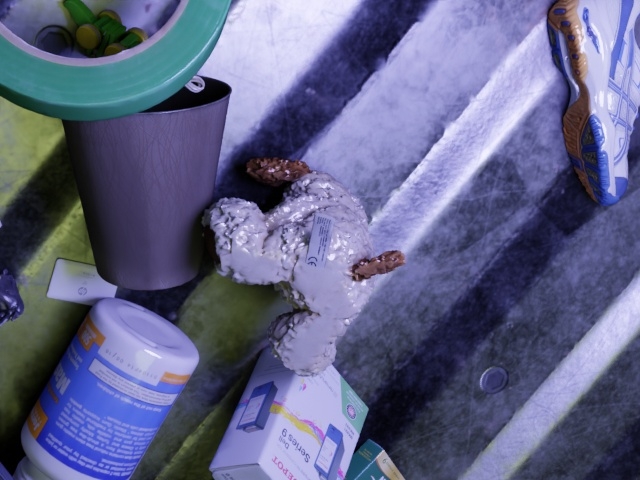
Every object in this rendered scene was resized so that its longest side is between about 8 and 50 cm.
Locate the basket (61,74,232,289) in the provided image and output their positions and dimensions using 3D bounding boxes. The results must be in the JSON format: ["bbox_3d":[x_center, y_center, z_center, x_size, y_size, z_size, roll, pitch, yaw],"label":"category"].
[{"bbox_3d":[-0.204,-0.069,1.371,0.204,0.154,0.226,-9,117,-23],"label":"basket"}]

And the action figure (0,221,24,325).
[{"bbox_3d":[-0.437,-0.012,1.320,0.164,0.141,0.275,-16,116,1],"label":"action figure"}]

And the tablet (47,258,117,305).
[{"bbox_3d":[-0.300,0.055,1.463,0.083,0.006,0.054,13,106,-22],"label":"tablet"}]

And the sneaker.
[{"bbox_3d":[0.396,-0.190,1.538,0.131,0.112,0.296,-18,115,-11],"label":"sneaker"}]

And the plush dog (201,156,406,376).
[{"bbox_3d":[0.000,0.000,1.421,0.211,0.225,0.262,-24,119,16],"label":"plush dog"}]

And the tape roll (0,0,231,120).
[{"bbox_3d":[-0.252,-0.290,1.226,0.321,0.077,0.321,1,82,-9],"label":"tape roll"}]

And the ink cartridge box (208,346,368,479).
[{"bbox_3d":[-0.037,0.260,1.512,0.093,0.212,0.154,-15,124,36],"label":"ink cartridge box"}]

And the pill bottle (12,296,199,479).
[{"bbox_3d":[-0.281,0.221,1.452,0.152,0.152,0.272,28,99,-25],"label":"pill bottle"}]

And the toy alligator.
[{"bbox_3d":[-0.222,-0.211,1.338,0.190,0.056,0.051,34,131,1],"label":"toy alligator"}]

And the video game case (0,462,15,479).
[{"bbox_3d":[-0.435,0.425,1.396,0.274,0.196,0.026,-48,157,5],"label":"video game case"}]

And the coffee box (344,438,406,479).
[{"bbox_3d":[0.041,0.385,1.650,0.184,0.040,0.113,-43,127,-15],"label":"coffee box"}]
